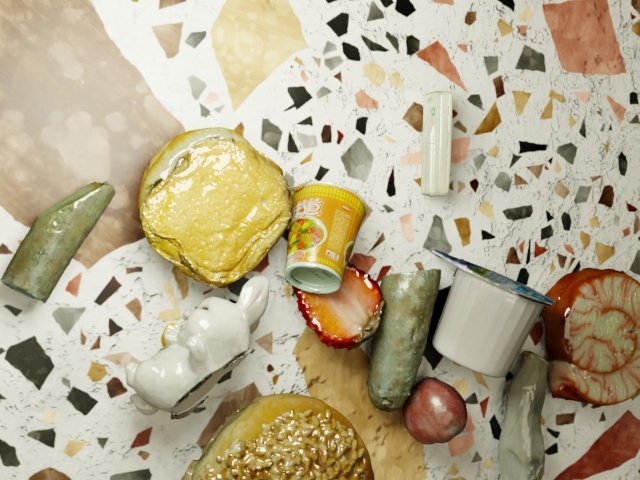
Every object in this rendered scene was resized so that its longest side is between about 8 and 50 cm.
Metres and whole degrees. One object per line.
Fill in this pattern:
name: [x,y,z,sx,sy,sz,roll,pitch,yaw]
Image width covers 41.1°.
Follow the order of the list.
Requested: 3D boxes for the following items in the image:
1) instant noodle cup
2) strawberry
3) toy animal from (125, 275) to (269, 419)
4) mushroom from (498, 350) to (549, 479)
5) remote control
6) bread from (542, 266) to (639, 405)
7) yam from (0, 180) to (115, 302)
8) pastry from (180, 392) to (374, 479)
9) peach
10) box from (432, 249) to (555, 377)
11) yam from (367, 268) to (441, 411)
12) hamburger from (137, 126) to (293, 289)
instant noodle cup: [0.000,0.000,1.714,0.168,0.168,0.184,25,57,-22]
strawberry: [0.017,0.127,1.801,0.236,0.111,0.190,47,58,7]
toy animal: [-0.223,0.208,1.656,0.325,0.208,0.154,-33,74,-27]
mushroom: [0.482,0.436,2.014,0.110,0.097,0.351,5,89,-23]
remote control: [0.251,-0.212,1.878,0.049,0.090,0.230,0,94,-18]
bread: [0.679,0.229,2.069,0.295,0.114,0.327,-11,96,-21]
yam: [-0.486,-0.009,1.582,0.106,0.106,0.259,32,81,-21]
pastry: [-0.078,0.508,1.706,0.410,0.245,0.409,-1,93,-20]
peach: [0.260,0.373,1.898,0.152,0.152,0.152,-2,94,-22]
box: [0.342,0.167,1.885,0.291,0.262,0.206,23,96,16]
yam: [0.173,0.211,1.860,0.133,0.133,0.330,8,95,-23]
hamburger: [-0.211,-0.071,1.660,0.319,0.158,0.318,-2,94,-23]
